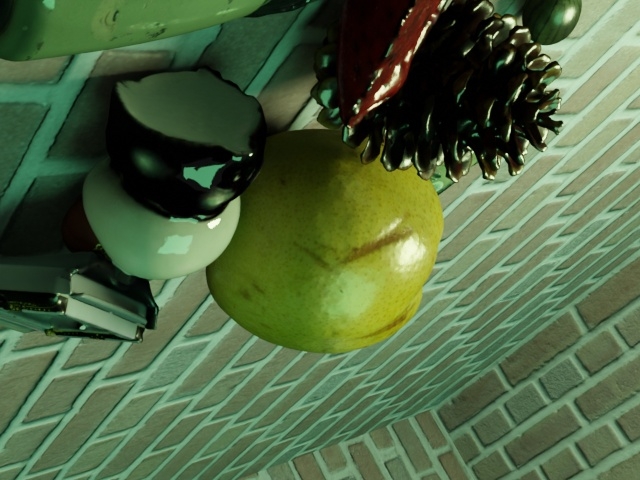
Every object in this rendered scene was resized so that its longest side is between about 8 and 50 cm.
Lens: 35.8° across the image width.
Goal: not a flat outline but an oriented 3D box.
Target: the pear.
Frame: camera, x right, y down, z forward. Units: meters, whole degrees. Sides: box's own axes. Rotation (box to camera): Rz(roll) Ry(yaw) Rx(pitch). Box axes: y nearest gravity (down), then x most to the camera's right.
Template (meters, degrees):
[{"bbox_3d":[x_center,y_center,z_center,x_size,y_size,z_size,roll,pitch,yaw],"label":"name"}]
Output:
[{"bbox_3d":[0.000,0.000,1.302,0.314,0.314,0.314,-25,159,-10],"label":"pear"}]

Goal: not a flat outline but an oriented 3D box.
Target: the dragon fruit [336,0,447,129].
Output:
[{"bbox_3d":[0.104,-0.284,0.914,0.282,0.100,0.343,-48,172,-38],"label":"dragon fruit"}]

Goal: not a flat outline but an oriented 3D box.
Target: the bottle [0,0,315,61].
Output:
[{"bbox_3d":[-0.118,-0.245,0.801,0.347,0.168,0.168,-18,157,-40],"label":"bottle"}]

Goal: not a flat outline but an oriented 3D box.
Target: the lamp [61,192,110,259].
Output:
[{"bbox_3d":[-0.271,-0.019,1.223,0.101,0.090,0.101,-25,157,-11],"label":"lamp"}]

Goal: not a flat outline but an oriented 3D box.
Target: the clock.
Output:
[{"bbox_3d":[-0.333,0.069,1.242,0.187,0.083,0.253,3,166,15],"label":"clock"}]

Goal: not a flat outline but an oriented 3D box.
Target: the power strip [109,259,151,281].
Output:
[{"bbox_3d":[-0.240,0.002,1.366,0.168,0.054,0.253,-4,147,-48],"label":"power strip"}]

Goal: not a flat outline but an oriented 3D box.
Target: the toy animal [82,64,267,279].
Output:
[{"bbox_3d":[-0.166,-0.064,1.114,0.187,0.165,0.235,-16,147,-38],"label":"toy animal"}]

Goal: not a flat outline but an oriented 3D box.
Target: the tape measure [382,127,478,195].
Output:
[{"bbox_3d":[0.123,-0.100,1.521,0.207,0.115,0.235,-43,156,27],"label":"tape measure"}]

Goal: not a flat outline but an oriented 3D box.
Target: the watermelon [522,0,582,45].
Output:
[{"bbox_3d":[0.311,-0.306,1.336,0.078,0.078,0.110,-27,160,-6],"label":"watermelon"}]

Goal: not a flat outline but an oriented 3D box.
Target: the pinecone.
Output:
[{"bbox_3d":[0.141,-0.179,1.132,0.246,0.292,0.246,-36,139,-38],"label":"pinecone"}]
